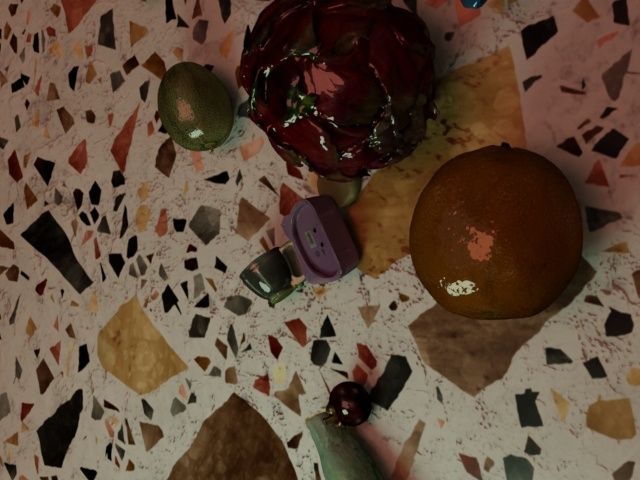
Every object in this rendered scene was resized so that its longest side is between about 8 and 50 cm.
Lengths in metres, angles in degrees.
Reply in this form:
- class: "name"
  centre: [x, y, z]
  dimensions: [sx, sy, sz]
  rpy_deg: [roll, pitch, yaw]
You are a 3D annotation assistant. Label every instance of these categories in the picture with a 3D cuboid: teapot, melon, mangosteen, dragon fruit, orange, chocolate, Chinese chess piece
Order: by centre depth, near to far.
- class: "orange"
  centre: [0.257, -0.012, 1.685]
  dimensions: [0.264, 0.264, 0.264]
  rpy_deg: [2, 93, 42]
- class: "dragon fruit"
  centre: [0.028, -0.256, 1.839]
  dimensions: [0.329, 0.329, 0.329]
  rpy_deg: [2, 93, 42]
- class: "chocolate"
  centre: [0.064, 0.423, 1.972]
  dimensions: [0.110, 0.110, 0.291]
  rpy_deg: [-49, 59, 32]
- class: "mangosteen"
  centre: [0.049, 0.283, 1.989]
  dimensions: [0.081, 0.081, 0.080]
  rpy_deg: [2, 93, 42]
- class: "Chinese chess piece"
  centre: [0.032, -0.098, 2.020]
  dimensions: [0.084, 0.034, 0.084]
  rpy_deg: [5, 97, 42]
- class: "teapot"
  centre: [-0.078, 0.062, 2.091]
  dimensions: [0.090, 0.092, 0.124]
  rpy_deg: [53, 131, 7]
- class: "melon"
  centre: [-0.235, -0.246, 2.184]
  dimensions: [0.139, 0.139, 0.192]
  rpy_deg: [-35, 71, 37]

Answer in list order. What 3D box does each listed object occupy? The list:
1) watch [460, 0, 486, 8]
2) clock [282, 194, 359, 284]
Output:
- class: "watch"
  centre: [0.315, -0.466, 1.643]
  dimensions: [0.275, 0.241, 0.305]
  rpy_deg: [19, 105, 26]
- class: "clock"
  centre: [0.000, 0.000, 2.022]
  dimensions: [0.110, 0.050, 0.152]
  rpy_deg: [-29, 84, 51]
